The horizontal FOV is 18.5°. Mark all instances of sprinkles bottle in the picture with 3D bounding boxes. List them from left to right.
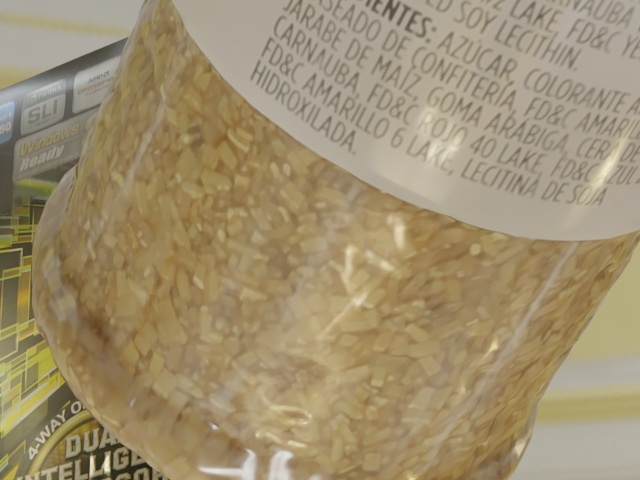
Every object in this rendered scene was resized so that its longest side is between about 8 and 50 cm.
[{"bbox_3d":[0.055,-0.103,0.336,0.121,0.355,0.121,17,-144,-13],"label":"sprinkles bottle"}]

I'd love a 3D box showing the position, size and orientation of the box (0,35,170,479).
[{"bbox_3d":[-0.185,0.088,1.008,0.097,0.395,0.318,40,-139,-47],"label":"box"}]
